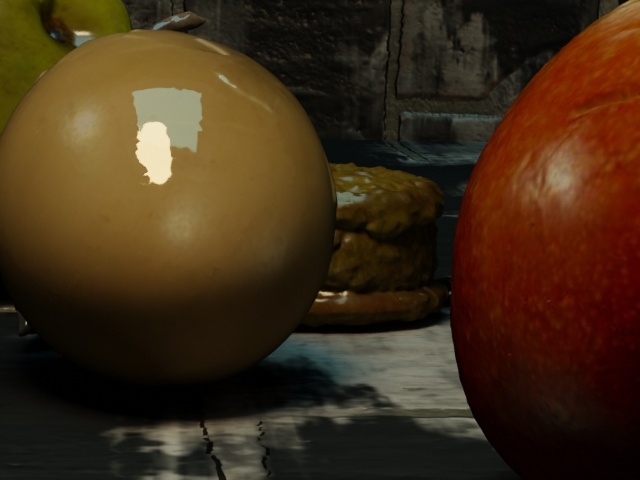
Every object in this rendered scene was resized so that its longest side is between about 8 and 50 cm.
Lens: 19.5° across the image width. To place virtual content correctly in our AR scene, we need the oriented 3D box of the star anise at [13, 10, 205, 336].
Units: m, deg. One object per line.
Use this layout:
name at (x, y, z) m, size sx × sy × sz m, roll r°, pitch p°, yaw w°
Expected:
star anise at (-0.123, -0.047, 1.236) m, size 0.148 × 0.228 × 0.218 m, roll -1°, pitch 1°, yaw 26°

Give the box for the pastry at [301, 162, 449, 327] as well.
pastry at (0.000, 0.000, 1.314) m, size 0.188 × 0.103 × 0.189 m, roll 2°, pitch 8°, yaw 0°

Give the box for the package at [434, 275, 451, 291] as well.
package at (0.211, 0.026, 1.339) m, size 0.203 × 0.062 × 0.251 m, roll -1°, pitch 4°, yaw -30°

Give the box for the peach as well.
peach at (0.169, 0.021, 0.795) m, size 0.245 × 0.249 × 0.274 m, roll -37°, pitch -5°, yaw 39°

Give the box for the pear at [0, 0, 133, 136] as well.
pear at (-0.279, -0.095, 1.371) m, size 0.307 × 0.253 × 0.253 m, roll -22°, pitch -9°, yaw 38°

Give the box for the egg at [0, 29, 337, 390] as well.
egg at (-0.089, -0.013, 1.052) m, size 0.201 × 0.201 × 0.244 m, roll 0°, pitch 20°, yaw -8°
